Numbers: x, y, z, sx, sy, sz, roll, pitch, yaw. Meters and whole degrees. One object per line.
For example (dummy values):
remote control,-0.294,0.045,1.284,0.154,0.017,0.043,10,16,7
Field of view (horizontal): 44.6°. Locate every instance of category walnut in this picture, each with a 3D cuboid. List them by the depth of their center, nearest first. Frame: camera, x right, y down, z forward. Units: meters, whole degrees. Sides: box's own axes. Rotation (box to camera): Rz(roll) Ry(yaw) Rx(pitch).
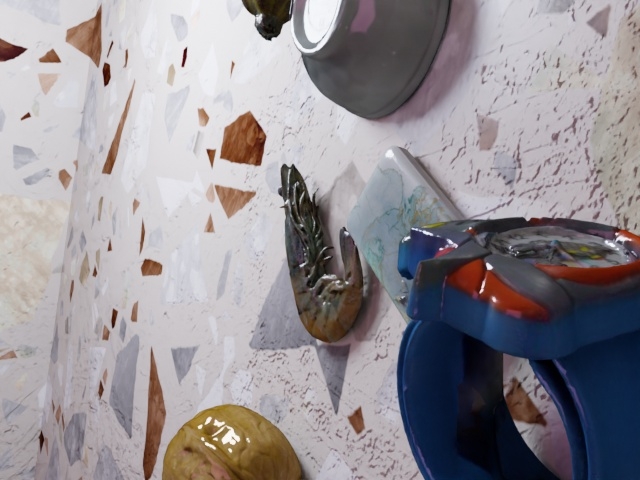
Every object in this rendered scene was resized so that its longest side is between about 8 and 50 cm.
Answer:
walnut,-0.135,0.347,1.163,0.225,0.193,0.193,31,111,57

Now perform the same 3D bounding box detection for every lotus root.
lotus root,-0.072,-0.430,1.281,0.120,0.120,0.210,1,86,59

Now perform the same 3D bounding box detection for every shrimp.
shrimp,0.000,0.000,1.134,0.169,0.058,0.296,-34,62,49

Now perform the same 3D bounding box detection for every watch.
watch,0.162,0.119,0.702,0.305,0.241,0.275,18,114,59

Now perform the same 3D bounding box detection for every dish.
dish,0.043,-0.311,1.059,0.303,0.120,0.303,-15,72,56

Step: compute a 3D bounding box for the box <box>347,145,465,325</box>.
box,0.121,0.014,0.944,0.142,0.044,0.285,-60,38,27
